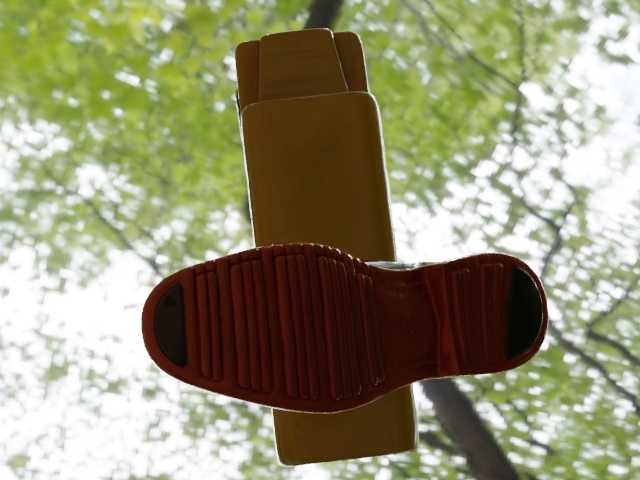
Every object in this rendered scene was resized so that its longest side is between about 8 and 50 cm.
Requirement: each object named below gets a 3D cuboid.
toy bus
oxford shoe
[{"bbox_3d":[0.000,0.000,1.042,0.108,0.130,0.333,-6,-99,-2],"label":"toy bus"},{"bbox_3d":[0.006,0.054,0.823,0.098,0.271,0.097,-10,-101,57],"label":"oxford shoe"}]
